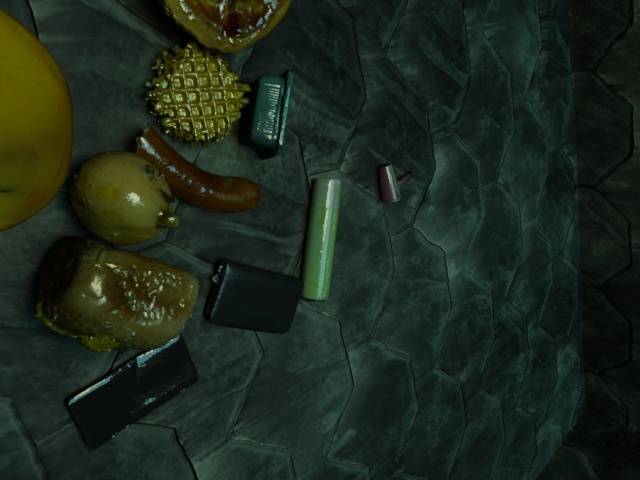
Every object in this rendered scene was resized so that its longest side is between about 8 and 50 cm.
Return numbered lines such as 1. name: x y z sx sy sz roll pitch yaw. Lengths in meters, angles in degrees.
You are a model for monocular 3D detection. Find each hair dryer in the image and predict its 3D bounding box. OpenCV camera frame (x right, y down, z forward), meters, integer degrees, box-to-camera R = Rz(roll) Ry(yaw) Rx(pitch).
1. hair dryer: 0.221 -0.173 1.491 0.154 0.054 0.106 -25 109 -48

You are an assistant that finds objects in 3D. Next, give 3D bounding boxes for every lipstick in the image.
1. lipstick: 0.000 0.000 1.290 0.076 0.076 0.303 4 93 -43

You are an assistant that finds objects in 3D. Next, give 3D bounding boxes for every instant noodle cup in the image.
1. instant noodle cup: -0.117 -0.265 1.099 0.070 0.157 0.178 9 91 -20

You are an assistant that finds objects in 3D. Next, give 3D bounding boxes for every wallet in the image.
1. wallet: -0.151 0.133 1.194 0.250 0.044 0.148 17 90 -43
2. wallet: -0.363 0.292 1.035 0.244 0.025 0.124 -30 116 -34

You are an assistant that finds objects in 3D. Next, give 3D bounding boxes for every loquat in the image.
1. loquat: -0.332 -0.069 0.902 0.172 0.205 0.149 95 19 -48

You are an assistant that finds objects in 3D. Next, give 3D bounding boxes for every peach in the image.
1. peach: -0.480 -0.168 0.693 0.289 0.289 0.307 -2 67 -43

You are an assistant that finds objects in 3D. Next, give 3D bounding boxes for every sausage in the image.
1. sausage: -0.246 -0.122 1.039 0.302 0.076 0.102 28 82 -42

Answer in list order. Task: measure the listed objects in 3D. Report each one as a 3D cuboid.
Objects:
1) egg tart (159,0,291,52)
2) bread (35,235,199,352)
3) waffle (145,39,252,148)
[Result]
1. egg tart: -0.204 -0.529 0.958 0.340 0.153 0.351 -37 121 -32
2. bread: -0.345 0.108 0.907 0.246 0.196 0.176 28 74 -42
3. waffle: -0.243 -0.283 1.024 0.197 0.070 0.192 27 79 -39
